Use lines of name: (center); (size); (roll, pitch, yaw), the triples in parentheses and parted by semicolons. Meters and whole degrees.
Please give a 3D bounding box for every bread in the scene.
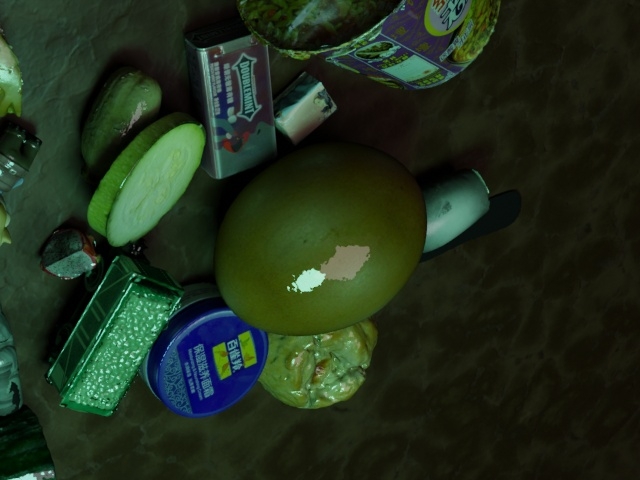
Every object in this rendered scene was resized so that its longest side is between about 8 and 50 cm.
bread: (0.001, 0.191, 2.115); (0.244, 0.134, 0.244); (-17, 128, -23)
bread: (-0.438, -0.231, 1.582); (0.094, 0.083, 0.157); (-4, 122, -20)

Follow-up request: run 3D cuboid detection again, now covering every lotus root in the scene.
lotus root: (-0.287, -0.156, 1.721); (0.183, 0.090, 0.077); (-60, 162, 13)

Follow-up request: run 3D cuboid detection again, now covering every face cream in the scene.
face cream: (-0.196, 0.174, 1.979); (0.206, 0.111, 0.206); (-19, 127, -27)

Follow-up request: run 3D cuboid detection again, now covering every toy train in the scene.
toy train: (-0.316, 0.125, 1.833); (0.115, 0.154, 0.269); (23, 103, -44)

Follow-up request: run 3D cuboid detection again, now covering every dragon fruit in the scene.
dragon fruit: (-0.367, 0.017, 1.797); (0.083, 0.060, 0.056); (-29, 144, 18)

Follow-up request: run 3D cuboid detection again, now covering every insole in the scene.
insole: (0.241, -0.023, 2.237); (0.322, 0.007, 0.109); (-19, 128, -26)

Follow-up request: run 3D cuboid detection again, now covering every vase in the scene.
vase: (-0.480, 0.162, 1.804); (0.060, 0.060, 0.211); (-16, 126, -27)

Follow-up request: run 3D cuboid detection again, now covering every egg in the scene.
egg: (0.000, 0.000, 1.890); (0.351, 0.282, 0.282); (-35, 132, -15)

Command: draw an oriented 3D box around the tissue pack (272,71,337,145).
tissue pack: (-0.032, -0.203, 1.893); (0.094, 0.059, 0.074); (-43, 136, -5)

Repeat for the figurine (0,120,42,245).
figurine: (-0.459, -0.070, 1.661); (0.114, 0.108, 0.196); (39, 74, -53)

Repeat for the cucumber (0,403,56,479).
cucumber: (-0.477, 0.362, 1.857); (0.130, 0.191, 0.191); (-11, 124, -20)

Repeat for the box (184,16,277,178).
box: (-0.131, -0.210, 1.813); (0.120, 0.069, 0.224); (-23, 129, -23)

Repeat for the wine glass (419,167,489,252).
wine glass: (0.190, -0.043, 2.116); (0.204, 0.111, 0.111); (-28, 130, -16)

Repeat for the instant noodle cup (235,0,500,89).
instant noodle cup: (0.083, -0.366, 1.718); (0.340, 0.340, 0.266); (-56, 144, 7)

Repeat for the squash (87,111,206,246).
squash: (-0.246, -0.092, 1.756); (0.219, 0.041, 0.219); (-50, 166, -17)
